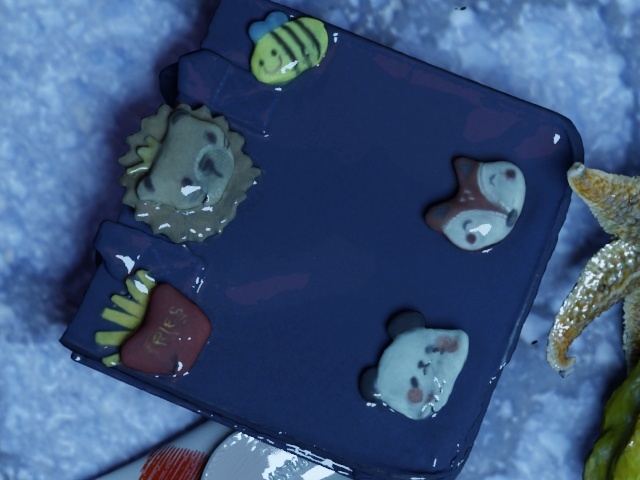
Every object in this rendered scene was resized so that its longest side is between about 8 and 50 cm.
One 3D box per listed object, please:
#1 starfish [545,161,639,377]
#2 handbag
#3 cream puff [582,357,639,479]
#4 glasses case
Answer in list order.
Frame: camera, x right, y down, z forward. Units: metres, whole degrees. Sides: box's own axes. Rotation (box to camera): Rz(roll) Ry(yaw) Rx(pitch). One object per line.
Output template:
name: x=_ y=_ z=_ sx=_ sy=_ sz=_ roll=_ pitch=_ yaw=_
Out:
starfish: x=0.259 y=0.014 z=1.309 sx=0.295 sy=0.048 sz=0.231 roll=1 pitch=123 yaw=-43
handbag: x=0.000 y=0.000 z=1.272 sx=0.329 sy=0.122 sz=0.303 roll=23 pitch=75 yaw=2
cream puff: x=0.316 y=0.170 z=1.279 sx=0.244 sy=0.244 sz=0.196 roll=17 pitch=79 yaw=-4
glasses case: x=-0.041 y=0.174 z=1.334 sx=0.308 sy=0.083 sz=0.128 roll=-33 pitch=95 yaw=-1
